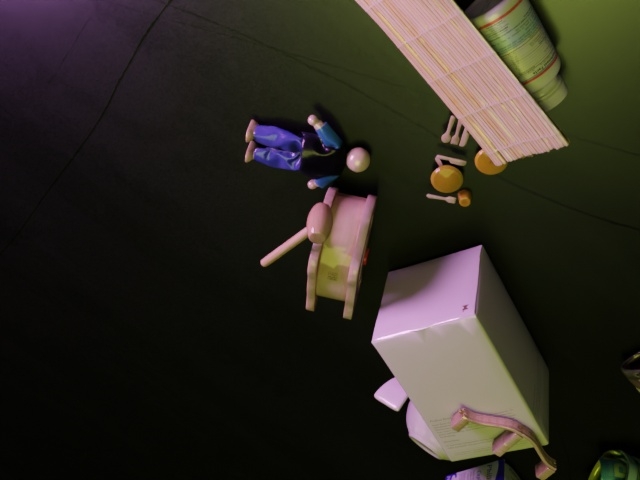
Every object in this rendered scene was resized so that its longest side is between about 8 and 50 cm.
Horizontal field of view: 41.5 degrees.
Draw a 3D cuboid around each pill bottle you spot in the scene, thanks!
[{"bbox_3d":[0.256,-0.244,1.095,0.087,0.087,0.160,-24,118,29],"label":"pill bottle"}]

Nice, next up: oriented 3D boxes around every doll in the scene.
[{"bbox_3d":[-0.018,-0.136,1.276,0.188,0.046,0.129,12,129,6],"label":"doll"}]

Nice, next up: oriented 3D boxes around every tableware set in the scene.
[{"bbox_3d":[0.221,-0.117,1.244,0.104,0.024,0.154,12,127,1],"label":"tableware set"}]

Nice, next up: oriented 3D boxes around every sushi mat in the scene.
[{"bbox_3d":[0.183,-0.224,1.106,0.316,0.019,0.151,47,155,-13],"label":"sushi mat"}]

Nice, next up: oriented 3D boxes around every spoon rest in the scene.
[{"bbox_3d":[0.188,0.313,1.501,0.137,0.084,0.276,27,164,40],"label":"spoon rest"}]

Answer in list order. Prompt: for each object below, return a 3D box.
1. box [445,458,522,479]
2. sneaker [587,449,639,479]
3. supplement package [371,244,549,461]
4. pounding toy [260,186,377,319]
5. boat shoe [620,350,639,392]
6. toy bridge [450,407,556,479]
[{"bbox_3d":[0.333,0.510,1.654,0.137,0.072,0.126,-28,116,30],"label":"box"},{"bbox_3d":[0.615,0.433,1.489,0.208,0.127,0.319,40,125,-17],"label":"sneaker"},{"bbox_3d":[0.236,0.186,1.368,0.177,0.175,0.293,-18,121,27],"label":"supplement package"},{"bbox_3d":[0.000,0.000,1.322,0.154,0.154,0.270,12,147,6],"label":"pounding toy"},{"bbox_3d":[0.576,0.177,1.334,0.073,0.080,0.223,33,132,-17],"label":"boat shoe"},{"bbox_3d":[0.293,0.310,1.318,0.188,0.026,0.063,31,126,-10],"label":"toy bridge"}]
